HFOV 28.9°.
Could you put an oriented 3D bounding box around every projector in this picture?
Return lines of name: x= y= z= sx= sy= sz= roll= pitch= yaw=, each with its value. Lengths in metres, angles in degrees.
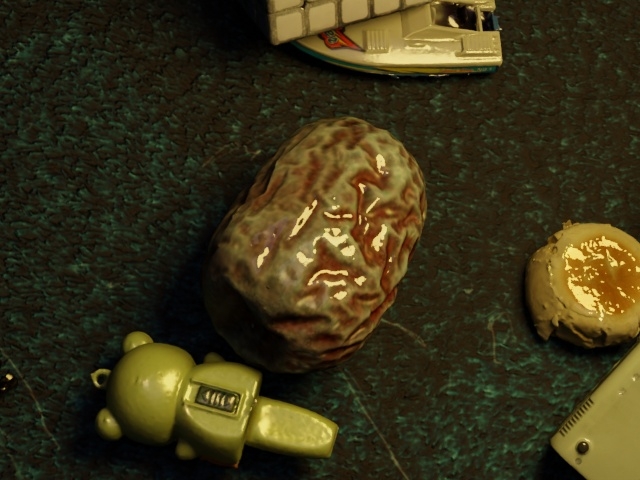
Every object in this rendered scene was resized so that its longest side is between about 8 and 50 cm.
projector: x=0.418 y=0.243 z=1.415 sx=0.250 sy=0.108 sz=0.198 roll=43 pitch=98 yaw=10

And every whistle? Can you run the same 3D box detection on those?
whistle: x=-0.123 y=0.192 z=1.409 sx=0.289 sy=0.106 sz=0.131 roll=15 pitch=66 yaw=1

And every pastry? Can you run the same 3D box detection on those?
pastry: x=0.333 y=0.056 z=1.530 sx=0.166 sy=0.088 sz=0.165 roll=2 pitch=65 yaw=-5

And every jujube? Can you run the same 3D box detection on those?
jujube: x=0.000 y=0.000 z=1.443 sx=0.226 sy=0.226 sz=0.317 roll=31 pitch=58 yaw=6

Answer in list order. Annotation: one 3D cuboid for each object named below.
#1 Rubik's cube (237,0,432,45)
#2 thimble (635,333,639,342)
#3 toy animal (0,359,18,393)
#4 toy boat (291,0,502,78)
Rubik's cube: x=-0.008 y=-0.418 z=1.561 sx=0.238 sy=0.236 sz=0.237 roll=-19 pitch=44 yaw=-16
thimble: x=0.455 y=0.112 z=1.515 sx=0.090 sy=0.102 sz=0.115 roll=43 pitch=99 yaw=10
toy animal: x=-0.442 y=0.101 z=1.403 sx=0.121 sy=0.117 sz=0.210 roll=-26 pitch=76 yaw=-9
toy boat: x=0.093 y=-0.278 z=1.632 sx=0.295 sy=0.088 sz=0.129 roll=-1 pitch=68 yaw=-8
